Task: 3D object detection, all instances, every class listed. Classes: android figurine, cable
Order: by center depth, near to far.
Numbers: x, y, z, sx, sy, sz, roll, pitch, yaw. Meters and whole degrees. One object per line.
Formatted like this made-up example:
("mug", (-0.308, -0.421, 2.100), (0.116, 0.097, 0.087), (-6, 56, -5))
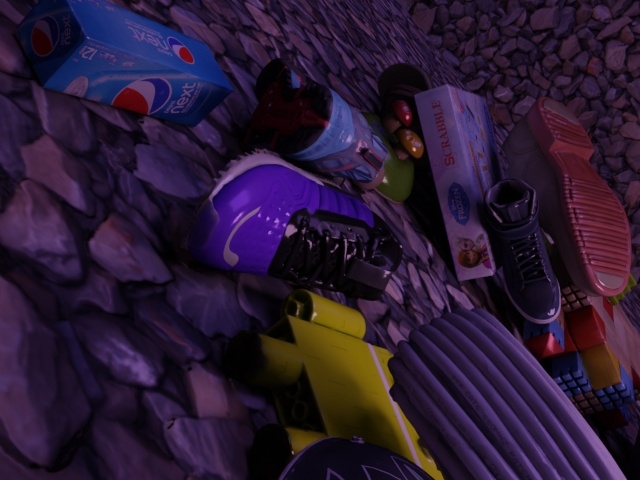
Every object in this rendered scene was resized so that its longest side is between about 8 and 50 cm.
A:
("cable", (0.137, 0.167, 0.498), (0.257, 0.089, 0.257), (58, -3, 24))
("android figurine", (0.038, 0.160, 0.651), (0.273, 0.056, 0.248), (25, 33, -44))

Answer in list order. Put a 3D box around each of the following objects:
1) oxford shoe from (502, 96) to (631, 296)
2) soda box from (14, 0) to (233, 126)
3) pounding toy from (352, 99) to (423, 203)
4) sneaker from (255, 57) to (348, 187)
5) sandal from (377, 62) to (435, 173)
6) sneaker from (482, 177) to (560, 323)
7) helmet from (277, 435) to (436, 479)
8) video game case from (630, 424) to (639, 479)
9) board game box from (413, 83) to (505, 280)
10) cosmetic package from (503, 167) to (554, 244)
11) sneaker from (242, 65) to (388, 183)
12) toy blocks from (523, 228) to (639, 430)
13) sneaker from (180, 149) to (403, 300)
("oxford shoe", (0.419, -0.060, 1.290), (0.140, 0.146, 0.397), (15, 51, -26))
("soda box", (-0.182, -0.173, 0.723), (0.210, 0.067, 0.071), (3, 52, -61))
("pounding toy", (0.104, -0.165, 1.195), (0.183, 0.110, 0.237), (57, 23, 16))
("sneaker", (0.004, -0.148, 1.010), (0.130, 0.087, 0.227), (17, 34, -44))
("sandal", (0.174, -0.262, 1.480), (0.086, 0.120, 0.303), (18, 37, -31))
("sneaker", (0.317, 0.010, 1.167), (0.163, 0.086, 0.226), (52, 24, -62))
("helmet", (0.014, 0.200, 0.400), (0.169, 0.161, 0.169), (41, 24, -23))
("video game case", (0.540, 0.343, 1.184), (0.023, 0.193, 0.212), (8, 22, 11))
("board game box", (0.275, -0.108, 1.337), (0.318, 0.066, 0.318), (-14, 91, -66))
("cosmetic package", (0.481, -0.016, 1.642), (0.225, 0.138, 0.224), (35, 28, -37))
("sneaker", (-0.006, -0.118, 0.857), (0.125, 0.104, 0.262), (30, 8, -25))
("toy blocks", (0.471, 0.185, 1.299), (0.381, 0.191, 0.261), (51, 34, -21))
("sneaker", (0.001, -0.001, 0.704), (0.146, 0.102, 0.293), (36, 17, 22))
